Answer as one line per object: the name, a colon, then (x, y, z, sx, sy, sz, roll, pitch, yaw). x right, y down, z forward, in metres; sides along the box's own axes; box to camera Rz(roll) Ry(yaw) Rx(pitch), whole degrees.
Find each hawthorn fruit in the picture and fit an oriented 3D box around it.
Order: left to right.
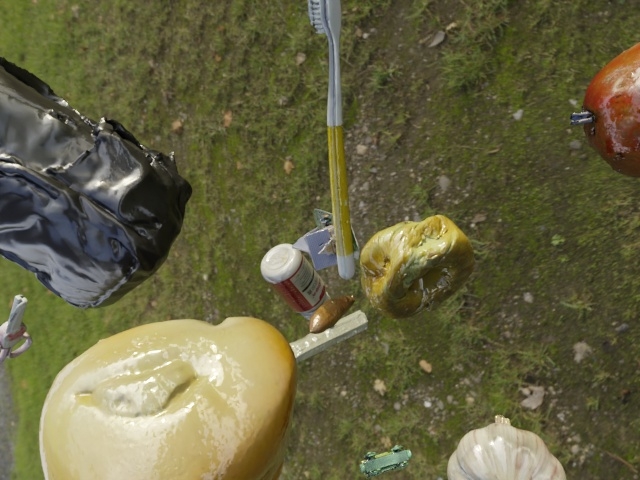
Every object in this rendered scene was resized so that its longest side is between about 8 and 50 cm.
hawthorn fruit: (0.695, -0.264, 0.970, 0.316, 0.316, 0.316, 11, 105, 44)

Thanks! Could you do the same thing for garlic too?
garlic: (0.418, 0.501, 1.098, 0.245, 0.253, 0.245, 6, 112, 15)

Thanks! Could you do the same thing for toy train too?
toy train: (0.144, 0.498, 1.078, 0.081, 0.122, 0.050, 94, 161, -56)

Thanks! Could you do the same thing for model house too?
model house: (0.000, 0.000, 1.073, 0.167, 0.088, 0.117, 16, 127, 59)

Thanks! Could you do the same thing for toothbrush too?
toothbrush: (0.013, -0.088, 0.457, 0.024, 0.021, 0.288, 20, 126, 40)

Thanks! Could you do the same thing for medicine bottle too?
medicine bottle: (-0.067, 0.129, 1.432, 0.131, 0.131, 0.250, 15, 151, 43)

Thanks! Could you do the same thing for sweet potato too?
sweet potato: (0.026, 0.167, 1.126, 0.068, 0.206, 0.060, -7, 99, 39)

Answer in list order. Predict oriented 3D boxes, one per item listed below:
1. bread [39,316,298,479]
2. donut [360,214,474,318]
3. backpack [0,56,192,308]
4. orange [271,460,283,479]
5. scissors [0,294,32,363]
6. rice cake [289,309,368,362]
bread: (-0.191, 0.273, 0.693, 0.376, 0.348, 0.253, 102, 151, -58)
donut: (0.277, 0.079, 1.407, 0.360, 0.360, 0.170, -62, 42, 34)
backpack: (-0.445, -0.103, 0.776, 0.446, 0.254, 0.363, 41, 134, -21)
orange: (-0.150, 0.437, 0.969, 0.156, 0.156, 0.124, 50, 142, 27)
scissors: (-0.697, 0.205, 1.088, 0.030, 0.118, 0.242, 43, 122, 10)
rice cake: (0.018, 0.262, 1.302, 0.057, 0.256, 0.052, 64, 155, 10)
